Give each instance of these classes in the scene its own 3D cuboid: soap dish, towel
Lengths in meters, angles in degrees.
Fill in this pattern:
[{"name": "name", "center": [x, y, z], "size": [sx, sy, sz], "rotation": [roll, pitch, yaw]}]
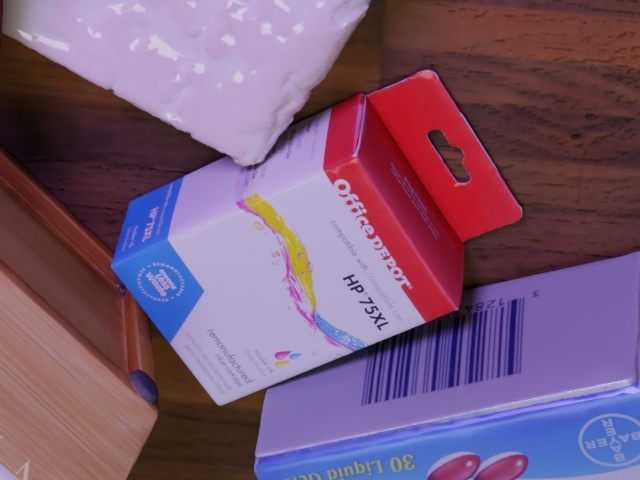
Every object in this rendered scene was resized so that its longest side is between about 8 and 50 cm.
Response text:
[{"name": "soap dish", "center": [-0.224, 0.022, 1.182], "size": [0.118, 0.229, 0.291], "rotation": [-40, 113, 11]}, {"name": "towel", "center": [-0.089, -0.235, 1.077], "size": [0.317, 0.053, 0.332], "rotation": [28, 124, -12]}]

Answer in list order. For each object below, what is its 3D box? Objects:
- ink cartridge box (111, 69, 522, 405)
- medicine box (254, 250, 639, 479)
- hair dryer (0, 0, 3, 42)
[{"name": "ink cartridge box", "center": [0.000, 0.000, 1.216], "size": [0.231, 0.078, 0.134], "rotation": [-24, 119, 22]}, {"name": "medicine box", "center": [0.131, 0.183, 1.287], "size": [0.263, 0.149, 0.289], "rotation": [-13, 122, 17]}, {"name": "hair dryer", "center": [-0.154, -0.174, 1.047], "size": [0.223, 0.080, 0.293], "rotation": [32, 123, -15]}]
